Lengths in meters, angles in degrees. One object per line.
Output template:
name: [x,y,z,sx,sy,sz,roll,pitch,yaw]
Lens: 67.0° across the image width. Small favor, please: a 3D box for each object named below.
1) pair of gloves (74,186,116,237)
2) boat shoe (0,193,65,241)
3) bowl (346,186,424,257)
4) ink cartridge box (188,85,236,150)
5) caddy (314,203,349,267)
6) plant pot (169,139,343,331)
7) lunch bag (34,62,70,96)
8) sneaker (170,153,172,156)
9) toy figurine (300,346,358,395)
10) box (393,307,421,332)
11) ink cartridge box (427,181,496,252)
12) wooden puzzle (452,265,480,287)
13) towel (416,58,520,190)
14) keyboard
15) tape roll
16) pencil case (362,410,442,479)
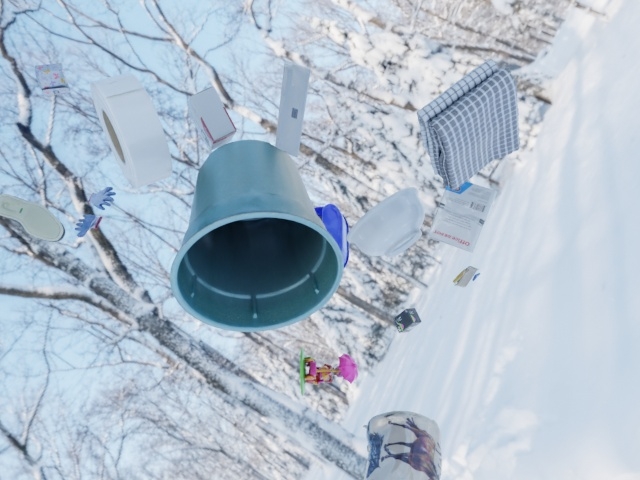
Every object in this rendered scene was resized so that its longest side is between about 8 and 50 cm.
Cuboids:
pair of gloves: [-0.797,-0.100,1.706,0.023,0.159,0.198,37,-118,-45]
boat shoe: [-0.797,-0.061,1.352,0.084,0.233,0.079,-62,-16,-10]
bowl: [0.244,-0.034,1.624,0.298,0.134,0.298,-31,-17,-11]
ink cartridge box: [-0.294,-0.322,1.304,0.072,0.127,0.175,-30,9,-13]
caddy: [0.000,0.000,2.093,0.179,0.241,0.341,57,-148,-69]
plant pot: [-0.147,-0.033,1.077,0.334,0.341,0.341,-104,25,-47]
lunch bag: [-0.729,-0.433,1.318,0.071,0.053,0.083,-12,-35,-19]
sneaker: [-0.570,-0.308,1.620,0.227,0.130,0.087,92,-162,-54]
toy figurine: [0.026,0.370,1.354,0.173,0.159,0.130,89,180,-62]
box: [0.326,0.300,1.815,0.052,0.062,0.083,4,-39,-38]
ink cartridge box: [0.444,-0.078,1.518,0.203,0.148,0.086,-69,-18,4]
wooden puzzle: [0.415,0.103,1.376,0.078,0.014,0.116,-51,-36,9]
towel: [0.385,-0.277,1.231,0.235,0.121,0.283,-39,-37,-1]
keyboard: [-0.076,-0.339,1.275,0.014,0.072,0.256,-61,-13,-47]
tape roll: [-0.491,-0.283,1.256,0.100,0.286,0.286,-24,-29,-24]
pencil case: [0.138,0.560,0.956,0.183,0.160,0.410,-34,28,44]
